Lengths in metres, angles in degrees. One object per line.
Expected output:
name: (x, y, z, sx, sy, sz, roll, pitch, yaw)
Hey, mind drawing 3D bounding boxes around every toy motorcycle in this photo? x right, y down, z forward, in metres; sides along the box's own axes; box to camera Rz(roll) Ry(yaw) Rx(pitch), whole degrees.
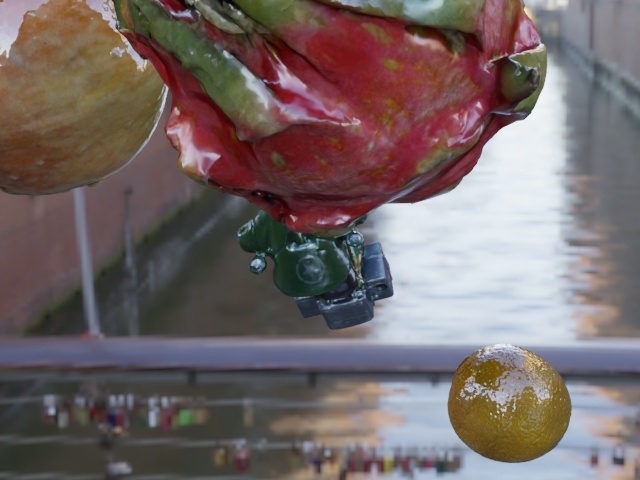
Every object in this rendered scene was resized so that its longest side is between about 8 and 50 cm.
toy motorcycle: (0.000, 0.000, 1.405, 0.125, 0.187, 0.274, -14, -34, 10)

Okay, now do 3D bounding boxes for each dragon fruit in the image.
dragon fruit: (0.005, -0.130, 0.859, 0.231, 0.237, 0.303, -36, -21, 30)

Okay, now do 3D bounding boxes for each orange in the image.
orange: (0.125, 0.108, 0.949, 0.085, 0.085, 0.085, -1, 10, 0)

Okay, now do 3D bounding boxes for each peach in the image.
peach: (-0.221, -0.131, 1.122, 0.233, 0.232, 0.232, -1, 10, 0)
